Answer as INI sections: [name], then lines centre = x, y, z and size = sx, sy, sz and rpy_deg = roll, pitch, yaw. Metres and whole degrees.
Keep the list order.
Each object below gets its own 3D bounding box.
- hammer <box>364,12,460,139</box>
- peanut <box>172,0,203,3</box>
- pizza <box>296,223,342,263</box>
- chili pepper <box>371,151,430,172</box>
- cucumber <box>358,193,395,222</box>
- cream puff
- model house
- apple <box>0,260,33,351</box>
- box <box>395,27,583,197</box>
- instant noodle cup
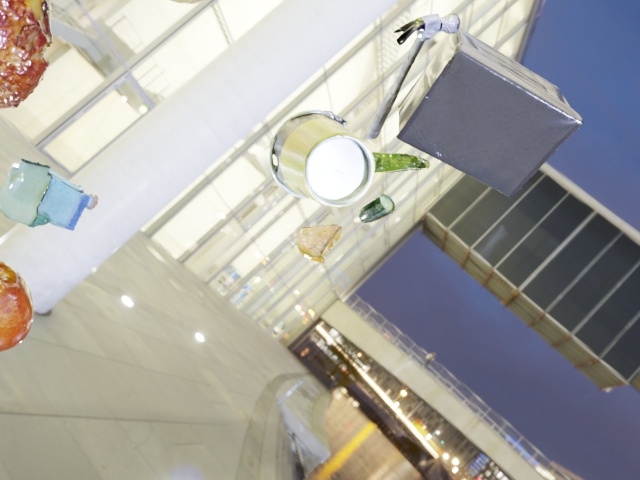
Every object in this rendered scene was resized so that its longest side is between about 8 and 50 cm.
[hammer]
centre = 0.203, -0.394, 1.391
size = 0.427, 0.152, 0.044
rpy_deg = 114, -44, -60
[peanut]
centre = -0.266, -0.616, 1.166
size = 0.169, 0.192, 0.387
rpy_deg = 61, 25, -32
[pizza]
centre = 0.000, 0.000, 1.462
size = 0.178, 0.131, 0.041
rpy_deg = 32, -30, 53
[chili pepper]
centre = 0.088, -0.183, 1.354
size = 0.085, 0.359, 0.076
rpy_deg = 47, 40, -65
[cucumber]
centre = 0.120, -0.067, 1.231
size = 0.048, 0.048, 0.105
rpy_deg = 48, -38, -11
[cream puff]
centre = -0.656, -0.414, 1.007
size = 0.350, 0.350, 0.229
rpy_deg = 45, 32, 12
[model house]
centre = -0.517, -0.073, 1.072
size = 0.148, 0.119, 0.149
rpy_deg = 13, -9, 33
[apple]
centre = -0.614, 0.120, 1.023
size = 0.147, 0.158, 0.156
rpy_deg = 1, 42, -49
[box]
centre = 0.392, -0.311, 1.338
size = 0.345, 0.251, 0.204
rpy_deg = 26, 35, -12
[instant noodle cup]
centre = 0.012, -0.169, 1.188
size = 0.215, 0.216, 0.236
rpy_deg = 50, -2, -23
